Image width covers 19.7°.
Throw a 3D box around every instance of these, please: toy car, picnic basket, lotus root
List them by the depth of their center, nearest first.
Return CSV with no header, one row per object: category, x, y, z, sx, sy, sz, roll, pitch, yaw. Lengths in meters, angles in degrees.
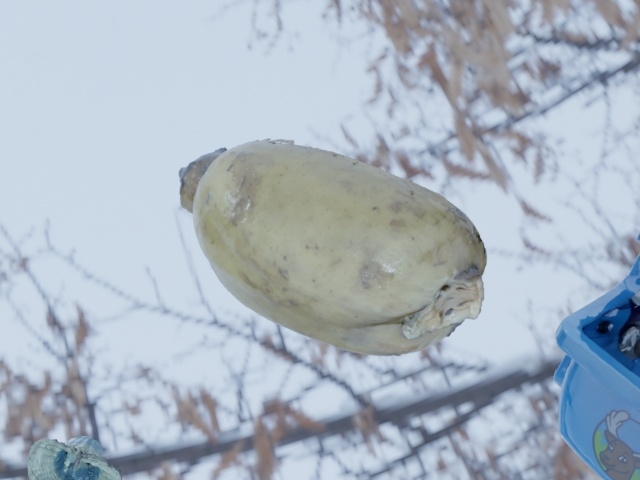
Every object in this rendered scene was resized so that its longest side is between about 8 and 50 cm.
toy car,0.158,0.035,0.750,0.100,0.097,0.191,-18,-40,-50
lotus root,0.000,0.000,1.492,0.146,0.284,0.160,-38,-37,-39
picnic basket,-0.207,0.195,1.546,0.083,0.083,0.065,27,-62,-2
